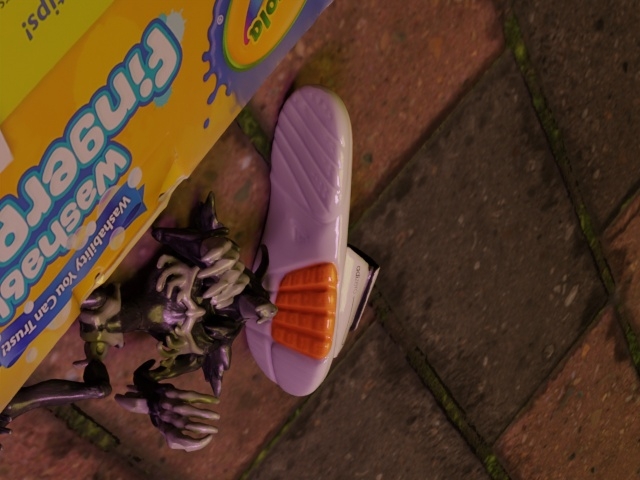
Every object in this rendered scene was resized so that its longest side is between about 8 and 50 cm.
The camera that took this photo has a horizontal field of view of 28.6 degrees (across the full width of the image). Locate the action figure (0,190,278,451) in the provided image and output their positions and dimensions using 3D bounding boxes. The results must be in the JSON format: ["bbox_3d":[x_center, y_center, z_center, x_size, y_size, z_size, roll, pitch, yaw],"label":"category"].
[{"bbox_3d":[-0.112,0.065,0.873,0.275,0.141,0.164,-15,116,-40],"label":"action figure"}]

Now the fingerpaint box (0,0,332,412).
[{"bbox_3d":[-0.196,-0.133,0.535,0.445,0.163,0.371,-55,146,-27],"label":"fingerpaint box"}]

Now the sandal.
[{"bbox_3d":[0.007,0.004,0.992,0.076,0.102,0.265,-14,125,-40],"label":"sandal"}]
